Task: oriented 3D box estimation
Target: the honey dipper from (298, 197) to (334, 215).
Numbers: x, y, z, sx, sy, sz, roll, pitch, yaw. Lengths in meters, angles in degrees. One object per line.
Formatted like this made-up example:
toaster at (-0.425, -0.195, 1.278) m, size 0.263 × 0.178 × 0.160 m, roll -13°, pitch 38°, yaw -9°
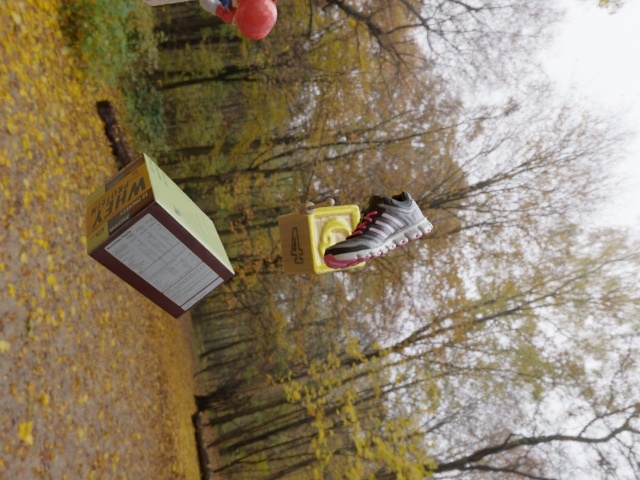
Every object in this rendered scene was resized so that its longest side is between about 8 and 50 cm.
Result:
honey dipper at (-0.008, -0.075, 1.057) m, size 0.160 × 0.030 × 0.031 m, roll -2°, pitch -80°, yaw 66°

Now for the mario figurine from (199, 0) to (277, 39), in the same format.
mario figurine at (-0.210, -0.683, 1.308) m, size 0.198 × 0.170 × 0.320 m, roll -53°, pitch -143°, yaw 13°

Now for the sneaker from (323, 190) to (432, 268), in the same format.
sneaker at (0.067, -0.018, 0.614) m, size 0.063 × 0.170 × 0.075 m, roll -29°, pitch -95°, yaw 61°

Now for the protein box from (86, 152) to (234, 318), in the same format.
protein box at (-0.287, -0.010, 0.842) m, size 0.201 × 0.136 × 0.200 m, roll 52°, pitch 1°, yaw -39°

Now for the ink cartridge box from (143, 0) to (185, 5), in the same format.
ink cartridge box at (-0.288, -0.585, 0.918) m, size 0.158 × 0.092 × 0.218 m, roll 12°, pitch -95°, yaw 33°

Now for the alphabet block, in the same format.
alphabet block at (0.000, 0.000, 1.463) m, size 0.197 × 0.192 × 0.194 m, roll -7°, pitch -89°, yaw 58°
